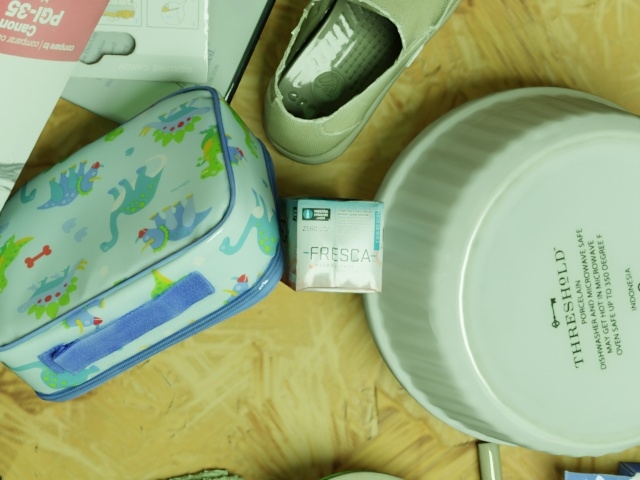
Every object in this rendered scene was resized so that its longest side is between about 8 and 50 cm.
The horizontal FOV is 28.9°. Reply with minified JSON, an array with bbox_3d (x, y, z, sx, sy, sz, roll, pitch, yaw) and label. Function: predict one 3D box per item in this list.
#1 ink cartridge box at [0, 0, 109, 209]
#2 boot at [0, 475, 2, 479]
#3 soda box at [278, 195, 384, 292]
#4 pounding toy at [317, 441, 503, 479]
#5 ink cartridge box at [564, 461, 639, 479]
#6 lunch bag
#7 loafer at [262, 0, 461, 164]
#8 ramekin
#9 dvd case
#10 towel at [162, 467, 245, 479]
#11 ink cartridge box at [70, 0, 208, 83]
[{"bbox_3d":[-0.302,-0.114,0.863,0.207,0.117,0.283,37,106,18],"label":"ink cartridge box"},{"bbox_3d":[-0.287,0.251,0.960,0.198,0.077,0.137,43,110,12],"label":"boot"},{"bbox_3d":[0.000,0.000,0.878,0.058,0.183,0.063,1,93,-9],"label":"soda box"},{"bbox_3d":[0.038,0.264,0.945,0.236,0.110,0.183,-11,80,-27],"label":"pounding toy"},{"bbox_3d":[0.328,0.269,0.942,0.311,0.065,0.186,4,91,-1],"label":"ink cartridge box"},{"bbox_3d":[-0.134,0.005,0.873,0.219,0.176,0.090,-30,131,13],"label":"lunch bag"},{"bbox_3d":[0.046,-0.175,0.915,0.102,0.092,0.269,29,93,0],"label":"loafer"},{"bbox_3d":[0.174,0.026,0.872,0.272,0.127,0.273,-2,97,-14],"label":"ramekin"},{"bbox_3d":[-0.168,-0.194,0.956,0.253,0.022,0.180,24,93,1],"label":"dvd case"},{"bbox_3d":[-0.124,0.241,0.971,0.148,0.027,0.110,-10,91,2],"label":"towel"},{"bbox_3d":[-0.171,-0.242,0.929,0.189,0.066,0.232,3,113,1],"label":"ink cartridge box"}]
